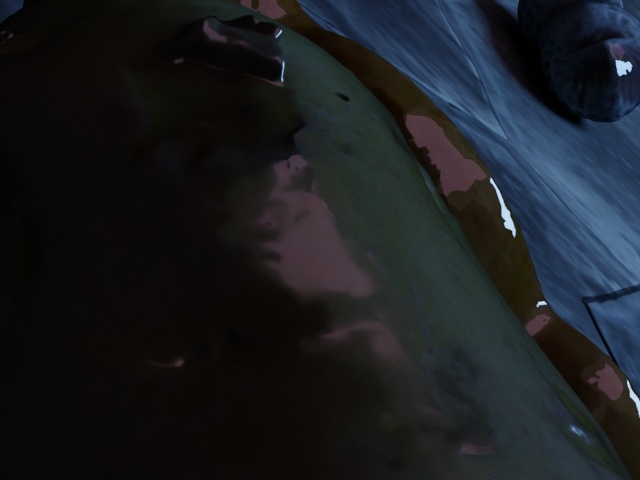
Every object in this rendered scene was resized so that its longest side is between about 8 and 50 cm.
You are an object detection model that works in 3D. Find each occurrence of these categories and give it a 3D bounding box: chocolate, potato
[{"bbox_3d":[0.171,-0.129,1.221,0.072,0.072,0.167,32,20,-24],"label":"chocolate"},{"bbox_3d":[-0.016,0.061,0.378,0.165,0.165,0.262,19,36,-47],"label":"potato"}]

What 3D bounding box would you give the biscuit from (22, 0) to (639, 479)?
[{"bbox_3d":[-0.003,0.002,0.540,0.295,0.044,0.186,47,-19,24],"label":"biscuit"}]
